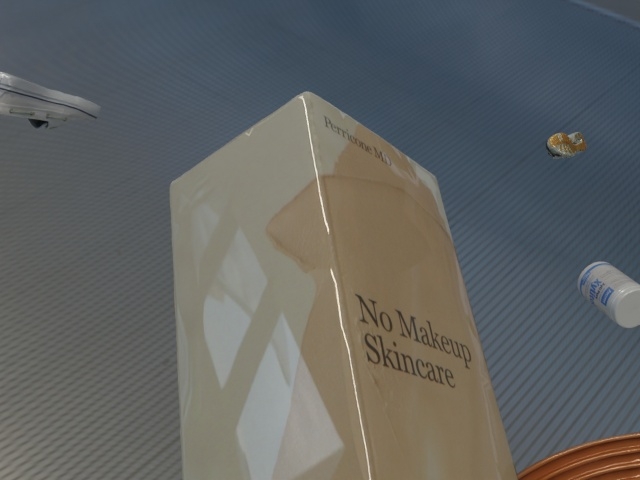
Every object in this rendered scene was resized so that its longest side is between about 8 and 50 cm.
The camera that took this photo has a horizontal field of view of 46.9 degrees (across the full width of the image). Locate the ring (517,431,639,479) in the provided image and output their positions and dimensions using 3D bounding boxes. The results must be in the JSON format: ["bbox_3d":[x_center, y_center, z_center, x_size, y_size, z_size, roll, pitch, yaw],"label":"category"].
[{"bbox_3d":[0.218,0.286,0.442,0.337,0.032,0.336,-1,85,7],"label":"ring"}]

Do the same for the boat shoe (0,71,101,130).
[{"bbox_3d":[-0.483,-0.230,1.281,0.083,0.075,0.226,19,4,31],"label":"boat shoe"}]

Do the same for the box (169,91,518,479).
[{"bbox_3d":[0.013,0.091,0.405,0.148,0.121,0.311,24,47,-45],"label":"box"}]

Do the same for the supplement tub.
[{"bbox_3d":[0.465,0.084,1.168,0.071,0.070,0.107,-8,23,-11],"label":"supplement tub"}]

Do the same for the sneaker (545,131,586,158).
[{"bbox_3d":[0.287,-0.109,0.883,0.083,0.037,0.031,-9,77,-47],"label":"sneaker"}]
